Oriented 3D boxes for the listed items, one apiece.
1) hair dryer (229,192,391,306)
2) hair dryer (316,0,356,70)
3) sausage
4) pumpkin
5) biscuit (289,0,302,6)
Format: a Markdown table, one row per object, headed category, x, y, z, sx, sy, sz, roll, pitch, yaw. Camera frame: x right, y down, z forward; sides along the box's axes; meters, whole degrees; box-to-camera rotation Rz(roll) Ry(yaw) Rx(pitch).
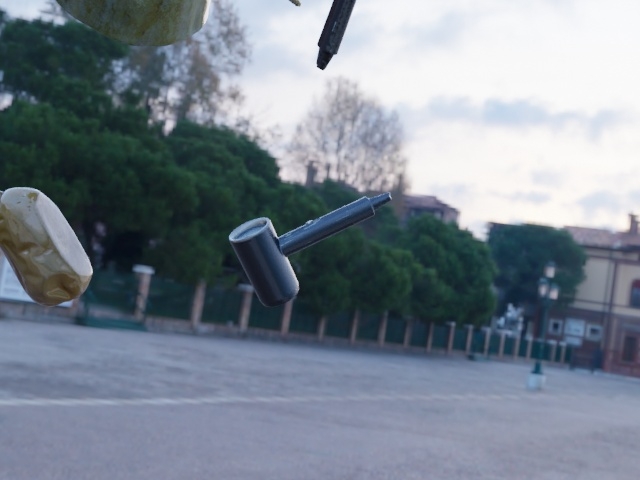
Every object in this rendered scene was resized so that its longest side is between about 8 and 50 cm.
| category | x | y | z | sx | sy | sz | roll | pitch | yaw |
| --- | --- | --- | --- | --- | --- | --- | --- | --- | --- |
| hair dryer | 0.000 | 0.000 | 1.453 | 0.255 | 0.128 | 0.070 | -23 | 21 | -4 |
| hair dryer | 0.043 | -0.336 | 1.284 | 0.071 | 0.248 | 0.114 | 6 | 32 | -30 |
| sausage | -0.521 | 0.011 | 1.746 | 0.136 | 0.241 | 0.120 | -21 | 13 | 18 |
| pumpkin | -0.322 | -0.536 | 1.714 | 0.332 | 0.332 | 0.199 | 11 | -28 | -27 |
| biscuit | -0.119 | -0.633 | 2.214 | 0.220 | 0.033 | 0.220 | 47 | 11 | -11 |
